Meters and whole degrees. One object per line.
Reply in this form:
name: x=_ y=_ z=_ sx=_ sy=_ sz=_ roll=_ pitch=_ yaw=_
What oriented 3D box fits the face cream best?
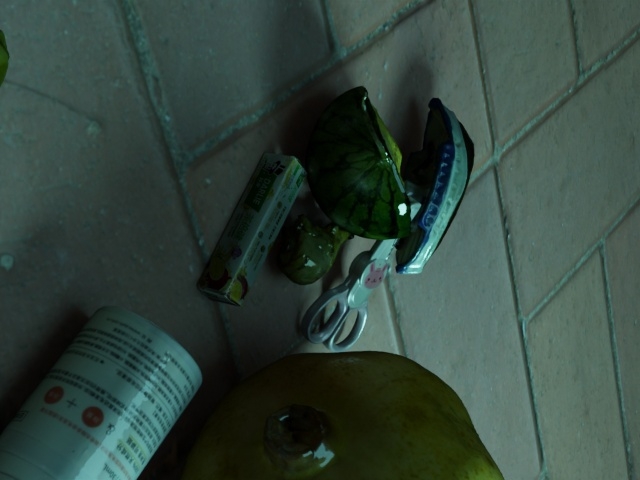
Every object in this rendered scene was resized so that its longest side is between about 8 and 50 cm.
face cream: x=-0.280 y=0.250 z=1.295 sx=0.369 sy=0.145 sz=0.145 roll=-55 pitch=136 yaw=-28

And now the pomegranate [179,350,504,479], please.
pomegranate: x=0.023 y=0.320 z=1.491 sx=0.417 sy=0.417 sz=0.416 roll=-16 pitch=110 yaw=-50

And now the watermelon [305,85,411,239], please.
watermelon: x=0.045 y=-0.092 z=1.626 sx=0.232 sy=0.127 sz=0.204 roll=-80 pitch=153 yaw=-82

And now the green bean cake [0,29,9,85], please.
green bean cake: x=-0.398 y=-0.140 z=1.068 sx=0.233 sy=0.124 sz=0.236 roll=44 pitch=64 yaw=-47

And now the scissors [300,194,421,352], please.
scissors: x=0.063 y=0.044 z=1.730 sx=0.118 sy=0.030 sz=0.242 roll=27 pitch=97 yaw=-52

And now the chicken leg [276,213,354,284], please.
chicken leg: x=0.000 y=0.000 z=1.672 sx=0.178 sy=0.070 sz=0.093 roll=-27 pitch=113 yaw=-55

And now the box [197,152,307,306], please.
box: x=-0.084 y=-0.016 z=1.565 sx=0.041 sy=0.050 sz=0.207 roll=49 pitch=60 yaw=-47

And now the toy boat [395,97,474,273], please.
toy boat: x=0.139 y=-0.081 z=1.804 sx=0.115 sy=0.114 sz=0.262 roll=29 pitch=74 yaw=-19
